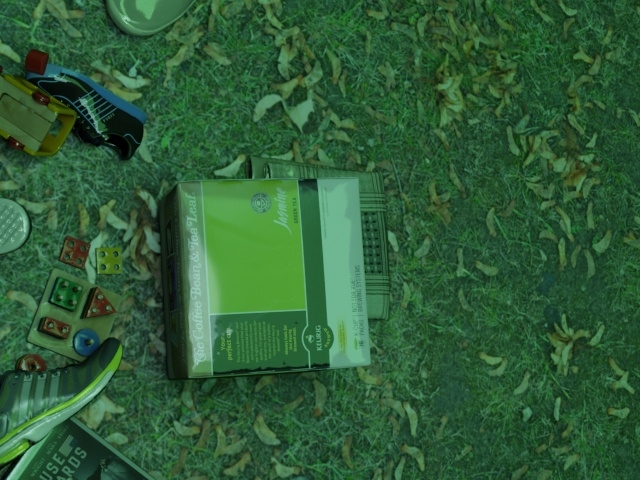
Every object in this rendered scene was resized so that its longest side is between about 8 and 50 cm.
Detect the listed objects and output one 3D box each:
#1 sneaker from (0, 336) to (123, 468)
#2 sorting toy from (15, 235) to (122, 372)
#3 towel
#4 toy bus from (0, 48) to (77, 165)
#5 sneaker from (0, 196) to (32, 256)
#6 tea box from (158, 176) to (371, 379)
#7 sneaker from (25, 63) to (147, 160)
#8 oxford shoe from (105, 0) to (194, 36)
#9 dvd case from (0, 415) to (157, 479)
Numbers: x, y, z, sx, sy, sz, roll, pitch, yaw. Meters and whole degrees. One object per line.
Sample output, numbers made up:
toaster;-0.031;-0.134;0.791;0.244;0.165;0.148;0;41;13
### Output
sneaker;-0.445;0.241;1.826;0.300;0.111;0.121;-39;94;-28
sorting toy;-0.407;0.122;1.929;0.132;0.046;0.275;26;69;-27
towel;0.000;0.000;2.202;0.324;0.056;0.312;4;80;-31
toy bus;-0.505;-0.222;1.885;0.104;0.190;0.202;-9;87;-76
sneaker;-0.614;-0.015;1.785;0.321;0.127;0.126;3;88;-7
tea box;-0.104;0.070;1.987;0.323;0.220;0.329;-1;83;-18
sneaker;-0.407;-0.220;1.963;0.232;0.081;0.091;25;62;-28
oxford shoe;-0.234;-0.554;2.100;0.169;0.130;0.449;47;63;-19
dvd case;-0.399;0.415;1.897;0.238;0.029;0.179;43;62;-20
